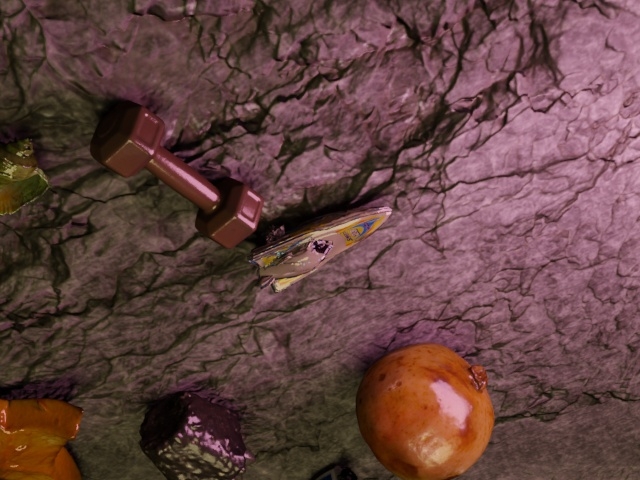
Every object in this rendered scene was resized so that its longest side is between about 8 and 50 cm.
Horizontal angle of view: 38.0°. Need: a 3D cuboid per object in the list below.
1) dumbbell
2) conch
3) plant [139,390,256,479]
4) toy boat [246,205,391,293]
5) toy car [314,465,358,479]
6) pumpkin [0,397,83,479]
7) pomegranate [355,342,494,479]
[{"bbox_3d":[-0.171,-0.077,1.129,0.082,0.092,0.231,-14,140,41],"label":"dumbbell"},{"bbox_3d":[-0.363,-0.073,1.096,0.089,0.074,0.121,27,118,-19],"label":"conch"},{"bbox_3d":[-0.186,0.330,1.469,0.132,0.129,0.194,-31,128,16],"label":"plant"},{"bbox_3d":[0.000,0.000,1.249,0.210,0.066,0.084,-25,134,10],"label":"toy boat"},{"bbox_3d":[0.013,0.472,1.674,0.070,0.080,0.171,16,127,-24],"label":"toy car"},{"bbox_3d":[-0.489,0.330,1.428,0.258,0.095,0.290,5,137,-13],"label":"pumpkin"},{"bbox_3d":[0.168,0.263,1.426,0.215,0.215,0.215,-6,133,-7],"label":"pomegranate"}]
